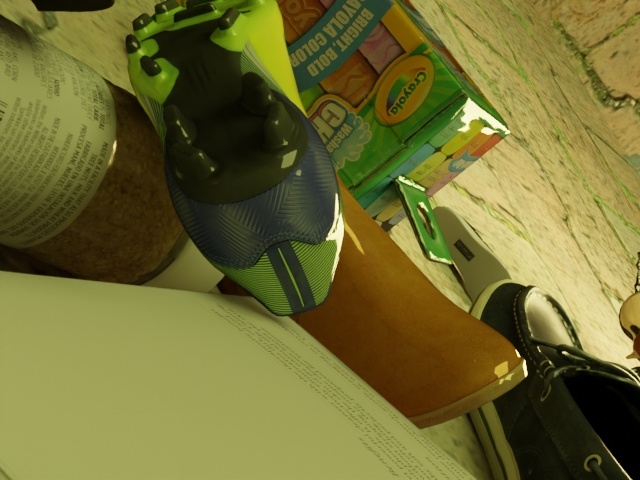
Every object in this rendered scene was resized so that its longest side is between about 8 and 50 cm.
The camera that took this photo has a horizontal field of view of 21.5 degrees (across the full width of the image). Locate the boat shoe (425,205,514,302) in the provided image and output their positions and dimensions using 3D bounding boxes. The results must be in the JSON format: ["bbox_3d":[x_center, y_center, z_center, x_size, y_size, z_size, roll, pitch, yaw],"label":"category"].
[{"bbox_3d":[0.162,0.022,1.731,0.142,0.049,0.040,55,18,15],"label":"boat shoe"}]

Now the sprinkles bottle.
[{"bbox_3d":[-0.184,-0.064,0.921,0.355,0.121,0.121,29,29,-51],"label":"sprinkles bottle"}]

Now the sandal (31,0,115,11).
[{"bbox_3d":[-0.205,-0.176,0.913,0.088,0.240,0.079,37,64,-62],"label":"sandal"}]

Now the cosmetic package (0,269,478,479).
[{"bbox_3d":[-0.082,0.123,0.701,0.197,0.155,0.365,40,14,24],"label":"cosmetic package"}]

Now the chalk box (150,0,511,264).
[{"bbox_3d":[0.027,-0.107,1.374,0.289,0.179,0.180,52,10,14],"label":"chalk box"}]

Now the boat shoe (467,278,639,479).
[{"bbox_3d":[0.232,0.177,1.446,0.187,0.156,0.500,43,19,-21],"label":"boat shoe"}]

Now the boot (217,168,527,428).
[{"bbox_3d":[0.000,0.000,1.053,0.295,0.104,0.211,5,-64,61],"label":"boot"}]

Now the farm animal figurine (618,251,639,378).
[{"bbox_3d":[0.398,0.188,1.843,0.327,0.172,0.330,65,10,-3],"label":"farm animal figurine"}]

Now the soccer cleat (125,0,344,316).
[{"bbox_3d":[-0.046,-0.058,0.937,0.289,0.093,0.121,-108,177,-61],"label":"soccer cleat"}]
